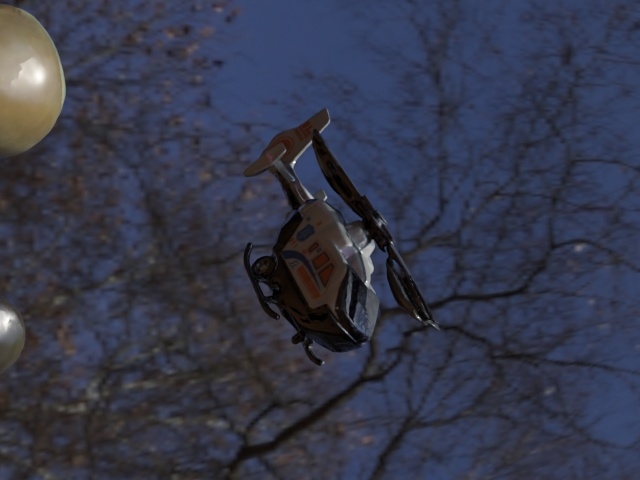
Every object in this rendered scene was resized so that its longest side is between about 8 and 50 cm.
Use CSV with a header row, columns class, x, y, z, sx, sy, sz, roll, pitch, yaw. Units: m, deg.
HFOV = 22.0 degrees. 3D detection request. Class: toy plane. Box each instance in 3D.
class,x,y,z,sx,sy,sz,roll,pitch,yaw
toy plane,-0.001,0.000,0.910,0.078,0.053,0.197,-35,-140,9

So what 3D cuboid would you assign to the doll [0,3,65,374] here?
class,x,y,z,sx,sy,sz,roll,pitch,yaw
doll,-0.252,0.017,0.722,0.235,0.174,0.330,31,-76,-1
